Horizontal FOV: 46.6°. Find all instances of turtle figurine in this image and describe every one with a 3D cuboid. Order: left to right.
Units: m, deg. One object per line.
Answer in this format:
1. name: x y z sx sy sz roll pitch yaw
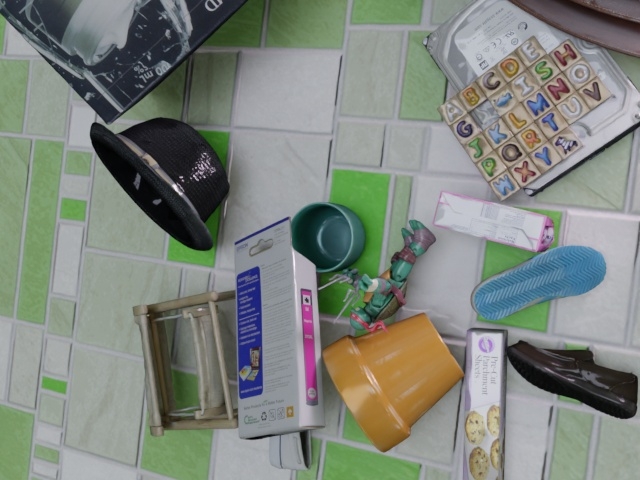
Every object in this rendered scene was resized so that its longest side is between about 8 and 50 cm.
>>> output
1. turtle figurine: 0.099 0.073 1.285 0.118 0.175 0.234 46 75 -14

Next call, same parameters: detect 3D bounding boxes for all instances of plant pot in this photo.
1. plant pot: 0.135 0.227 1.282 0.188 0.205 0.205 -32 76 4

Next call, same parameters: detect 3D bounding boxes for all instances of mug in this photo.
1. mug: 0.005 -0.008 1.384 0.157 0.097 0.130 14 95 24

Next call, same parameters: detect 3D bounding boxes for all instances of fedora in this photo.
1. fedora: -0.294 -0.137 1.466 0.334 0.334 0.152 40 71 19

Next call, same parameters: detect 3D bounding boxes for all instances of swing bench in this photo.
1. swing bench: -0.252 0.237 1.456 0.254 0.165 0.253 -12 85 23

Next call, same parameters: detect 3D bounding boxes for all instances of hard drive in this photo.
1. hard drive: 0.357 -0.276 1.256 0.237 0.064 0.339 -35 77 19

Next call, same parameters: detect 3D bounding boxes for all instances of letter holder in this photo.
1. letter holder: 0.407 -0.416 1.103 0.301 0.152 0.215 33 112 23

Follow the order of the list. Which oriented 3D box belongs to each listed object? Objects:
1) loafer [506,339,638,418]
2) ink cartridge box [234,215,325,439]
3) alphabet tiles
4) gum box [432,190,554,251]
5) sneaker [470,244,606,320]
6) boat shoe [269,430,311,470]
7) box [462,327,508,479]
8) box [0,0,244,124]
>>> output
1. loafer: 0.416 0.215 1.223 0.220 0.080 0.078 24 66 23
2. ink cartridge box: -0.081 0.158 1.332 0.175 0.069 0.371 -23 65 44
3. alphabet tiles: 0.340 -0.211 1.222 0.237 0.009 0.198 -36 75 20
4. gum box: 0.296 -0.030 1.252 0.188 0.107 0.062 16 96 23
5. sneaker: 0.358 0.065 1.237 0.228 0.092 0.088 -18 89 2
6. boat shoe: -0.042 0.310 1.411 0.084 0.095 0.258 5 102 19
7. box: 0.282 0.314 1.276 0.067 0.063 0.324 2 90 22
8. box: -0.352 -0.561 1.344 0.480 0.297 0.472 -38 108 18
